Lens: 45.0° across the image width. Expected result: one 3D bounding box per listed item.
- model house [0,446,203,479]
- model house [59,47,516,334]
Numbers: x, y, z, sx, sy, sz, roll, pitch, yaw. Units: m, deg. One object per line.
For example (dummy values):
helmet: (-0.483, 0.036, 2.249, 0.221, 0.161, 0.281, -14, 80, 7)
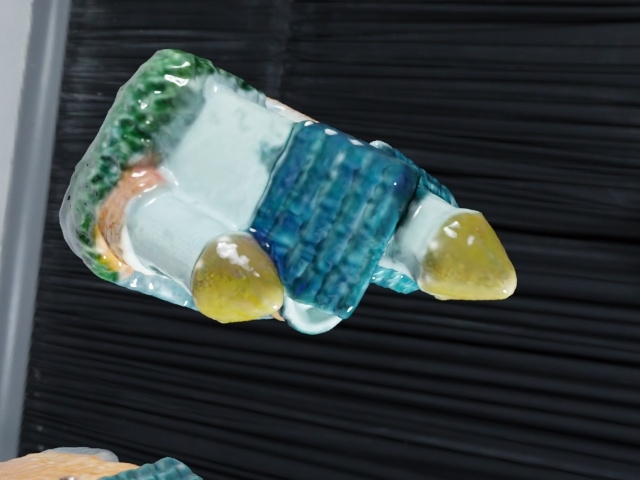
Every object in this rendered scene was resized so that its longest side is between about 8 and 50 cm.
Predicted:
model house: (-0.155, 0.241, 0.458, 0.271, 0.300, 0.190, 1, 81, -59)
model house: (0.000, 0.000, 0.547, 0.253, 0.291, 0.184, 26, 89, -48)
